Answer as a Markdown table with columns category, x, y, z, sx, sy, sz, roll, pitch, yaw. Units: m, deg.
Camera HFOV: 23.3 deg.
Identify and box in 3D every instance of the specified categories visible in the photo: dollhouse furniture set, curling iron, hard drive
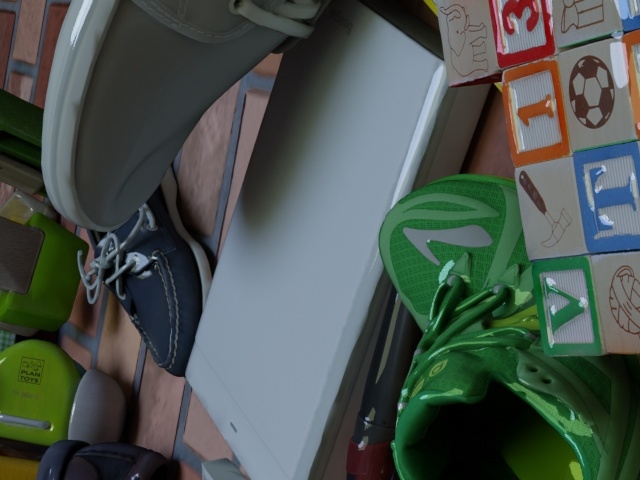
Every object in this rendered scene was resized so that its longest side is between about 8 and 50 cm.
| category | x | y | z | sx | sy | sz | roll | pitch | yaw |
| --- | --- | --- | --- | --- | --- | --- | --- | --- | --- |
| dollhouse furniture set | -0.330 | 0.019 | 1.416 | 0.301 | 0.151 | 0.197 | -37 | 36 | 53 |
| curling iron | 0.041 | 0.121 | 0.892 | 0.068 | 0.035 | 0.274 | 19 | 100 | 57 |
| hard drive | 0.000 | 0.000 | 0.991 | 0.203 | 0.040 | 0.307 | 47 | 124 | 54 |

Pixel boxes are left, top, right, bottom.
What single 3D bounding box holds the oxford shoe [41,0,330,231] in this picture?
| category | x | y | z | sx | sy | sz | roll | pitch | yaw |
| --- | --- | --- | --- | --- | --- | --- | --- | --- | --- |
| oxford shoe | -0.031 | -0.185 | 0.925 | 0.130 | 0.169 | 0.449 | 34 | 106 | 11 |

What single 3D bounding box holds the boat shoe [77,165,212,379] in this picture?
| category | x | y | z | sx | sy | sz | roll | pitch | yaw |
| --- | --- | --- | --- | --- | --- | --- | --- | --- | --- |
| boat shoe | -0.143 | 0.007 | 1.205 | 0.095 | 0.079 | 0.254 | -58 | 37 | 36 |

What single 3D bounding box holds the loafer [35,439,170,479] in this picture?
| category | x | y | z | sx | sy | sz | roll | pitch | yaw |
| --- | --- | --- | --- | --- | --- | --- | --- | --- | --- |
| loafer | -0.164 | 0.299 | 1.157 | 0.095 | 0.109 | 0.302 | -4 | 78 | 18 |

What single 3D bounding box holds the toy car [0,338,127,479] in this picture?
| category | x | y | z | sx | sy | sz | roll | pitch | yaw |
| --- | --- | --- | --- | --- | --- | --- | --- | --- | --- |
| toy car | -0.241 | 0.171 | 1.305 | 0.136 | 0.159 | 0.182 | -5 | -76 | -82 |

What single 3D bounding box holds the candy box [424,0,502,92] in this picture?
| category | x | y | z | sx | sy | sz | roll | pitch | yaw |
| --- | --- | --- | --- | --- | --- | --- | --- | --- | --- |
| candy box | 0.118 | -0.129 | 0.821 | 0.105 | 0.027 | 0.206 | -63 | 34 | 26 |

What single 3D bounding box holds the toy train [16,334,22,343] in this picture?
| category | x | y | z | sx | sy | sz | roll | pitch | yaw |
| --- | --- | --- | --- | --- | --- | --- | --- | --- | --- |
| toy train | -0.288 | 0.143 | 1.487 | 0.158 | 0.027 | 0.036 | 59 | 137 | 49 |

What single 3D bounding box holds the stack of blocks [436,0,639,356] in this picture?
| category | x | y | z | sx | sy | sz | roll | pitch | yaw |
| --- | --- | --- | --- | --- | --- | --- | --- | --- | --- |
| stack of blocks | 0.131 | -0.103 | 0.658 | 0.171 | 0.087 | 0.297 | -10 | 89 | 63 |

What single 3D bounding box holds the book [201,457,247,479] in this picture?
| category | x | y | z | sx | sy | sz | roll | pitch | yaw |
| --- | --- | --- | --- | --- | --- | --- | --- | --- | --- |
| book | -0.054 | 0.227 | 1.004 | 0.096 | 0.035 | 0.144 | -141 | 48 | -61 |

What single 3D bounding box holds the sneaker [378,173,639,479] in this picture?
| category | x | y | z | sx | sy | sz | roll | pitch | yaw |
| --- | --- | --- | --- | --- | --- | --- | --- | --- | --- |
| sneaker | 0.088 | 0.061 | 0.729 | 0.109 | 0.124 | 0.295 | -65 | 32 | 28 |
